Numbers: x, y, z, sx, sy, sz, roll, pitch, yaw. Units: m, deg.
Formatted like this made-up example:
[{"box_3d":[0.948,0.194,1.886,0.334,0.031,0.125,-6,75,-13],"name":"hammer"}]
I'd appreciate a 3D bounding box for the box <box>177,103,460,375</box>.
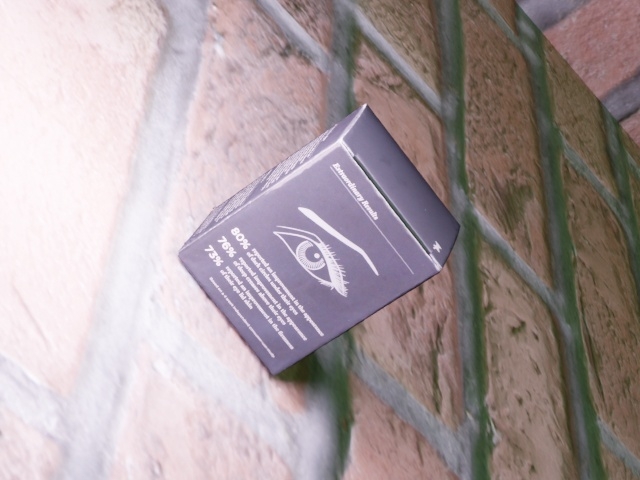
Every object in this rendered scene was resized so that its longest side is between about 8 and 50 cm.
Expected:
[{"box_3d":[0.000,0.000,1.514,0.153,0.207,0.108,53,25,-10],"name":"box"}]
